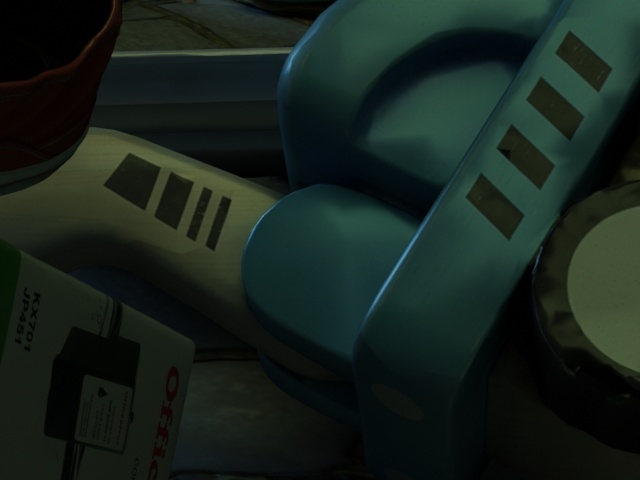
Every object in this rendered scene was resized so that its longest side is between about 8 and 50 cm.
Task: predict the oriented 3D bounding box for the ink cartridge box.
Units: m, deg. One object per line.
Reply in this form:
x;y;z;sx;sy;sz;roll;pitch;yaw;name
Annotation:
-0.132;0.082;0.587;0.087;0.153;0.208;7;-11;19;ink cartridge box

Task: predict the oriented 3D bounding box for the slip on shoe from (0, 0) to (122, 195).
-0.190;-0.057;0.611;0.123;0.101;0.331;43;31;14;slip on shoe

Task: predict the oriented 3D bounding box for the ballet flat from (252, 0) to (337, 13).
0.033;-0.266;1.717;0.232;0.080;0.073;8;8;-6;ballet flat

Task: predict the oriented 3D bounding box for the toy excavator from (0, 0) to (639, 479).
0.000;0.000;0.805;0.445;0.222;0.433;27;69;19;toy excavator

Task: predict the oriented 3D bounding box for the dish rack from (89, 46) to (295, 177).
-0.065;-0.066;1.053;0.285;0.072;0.333;-3;0;-3;dish rack

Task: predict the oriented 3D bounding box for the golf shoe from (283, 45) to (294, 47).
0.059;-0.103;1.336;0.120;0.105;0.273;42;40;24;golf shoe
